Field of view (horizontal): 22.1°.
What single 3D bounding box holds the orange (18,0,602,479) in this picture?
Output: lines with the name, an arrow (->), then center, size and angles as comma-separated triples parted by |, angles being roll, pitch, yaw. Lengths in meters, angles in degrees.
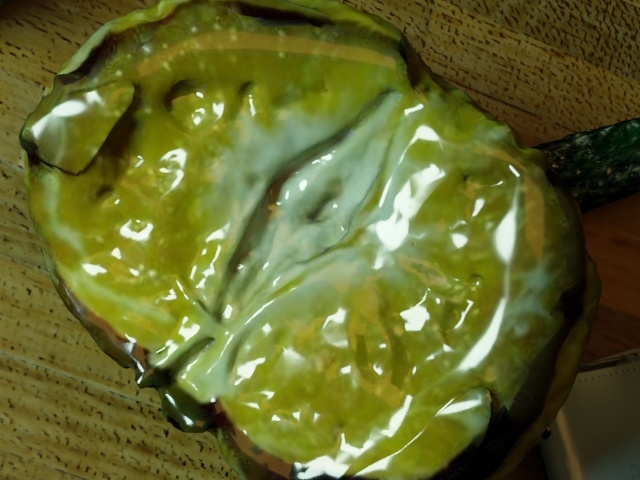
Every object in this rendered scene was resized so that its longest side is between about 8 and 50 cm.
orange -> 0.000, 0.000, 1.041 | 0.368, 0.210, 0.271 | 42, 98, 1

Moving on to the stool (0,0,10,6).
stool -> -0.220, -0.315, 1.098 | 0.269, 0.170, 0.244 | -35, 86, -24

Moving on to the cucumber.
cucumber -> 0.192, -0.049, 1.208 | 0.293, 0.067, 0.068 | -21, 81, -23

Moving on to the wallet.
wallet -> 0.223, 0.192, 1.141 | 0.170, 0.069, 0.231 | -7, 79, -38
